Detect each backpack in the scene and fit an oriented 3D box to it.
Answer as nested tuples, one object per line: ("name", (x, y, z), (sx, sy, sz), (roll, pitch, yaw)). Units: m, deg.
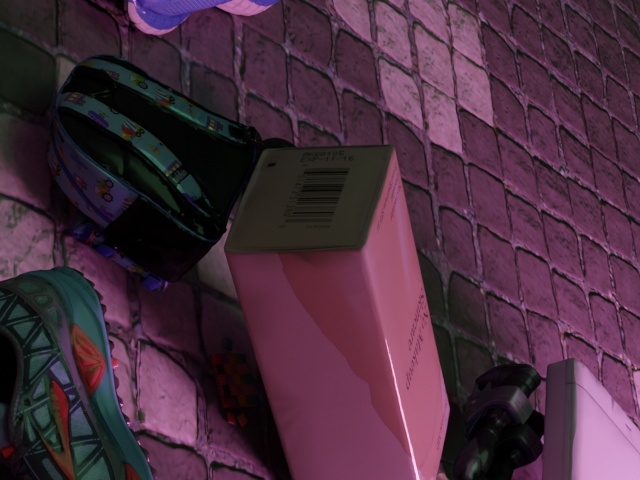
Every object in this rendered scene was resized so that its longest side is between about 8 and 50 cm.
("backpack", (-0.157, -0.064, 1.432), (0.173, 0.117, 0.158), (34, 39, -13))

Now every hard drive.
("hard drive", (0.294, 0.326, 1.745), (0.233, 0.047, 0.353), (48, 37, -35))

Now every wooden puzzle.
("wooden puzzle", (-0.076, 0.126, 1.527), (0.049, 0.006, 0.083), (4, 66, -55))

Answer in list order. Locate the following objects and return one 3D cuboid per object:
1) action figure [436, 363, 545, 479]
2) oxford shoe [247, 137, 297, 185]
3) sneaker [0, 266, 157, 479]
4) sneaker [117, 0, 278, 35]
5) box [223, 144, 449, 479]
("action figure", (0.155, 0.251, 1.706), (0.185, 0.099, 0.285), (61, 35, -20))
("oxford shoe", (0.000, 0.000, 1.675), (0.227, 0.083, 0.096), (60, 10, -6))
("sneaker", (-0.208, 0.151, 1.259), (0.125, 0.104, 0.262), (-6, 69, -39))
("sneaker", (-0.094, -0.288, 1.647), (0.330, 0.147, 0.129), (-25, 90, -58))
("box", (0.022, 0.082, 1.480), (0.148, 0.121, 0.311), (-73, 155, -47))
